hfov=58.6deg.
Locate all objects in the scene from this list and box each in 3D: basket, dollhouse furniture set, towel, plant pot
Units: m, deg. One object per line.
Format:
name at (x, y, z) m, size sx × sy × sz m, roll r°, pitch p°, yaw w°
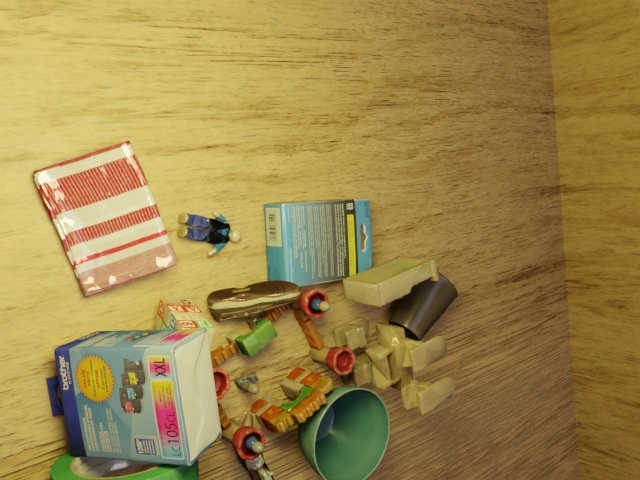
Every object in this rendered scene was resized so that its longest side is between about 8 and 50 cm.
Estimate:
basket at (0.354, 0.232, 2.014) m, size 0.204 × 0.154 × 0.226 m, roll 45°, pitch 70°, yaw -27°
dollhouse furniture set at (0.247, 0.276, 1.794) m, size 0.257 × 0.362 × 0.393 m, roll -20°, pitch 104°, yaw -34°
towel at (-0.514, -0.050, 1.381) m, size 0.237 × 0.037 × 0.328 m, roll -21°, pitch 105°, yaw -13°
plant pot at (0.041, 0.580, 1.760) m, size 0.290 × 0.195 × 0.290 m, roll -1°, pitch 92°, yaw -37°

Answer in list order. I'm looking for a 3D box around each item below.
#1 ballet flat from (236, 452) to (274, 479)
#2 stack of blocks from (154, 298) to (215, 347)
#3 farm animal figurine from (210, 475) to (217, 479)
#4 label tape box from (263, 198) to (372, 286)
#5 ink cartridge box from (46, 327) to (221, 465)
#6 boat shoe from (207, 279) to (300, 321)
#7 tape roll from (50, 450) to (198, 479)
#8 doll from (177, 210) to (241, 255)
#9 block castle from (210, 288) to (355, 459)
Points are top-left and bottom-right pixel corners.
ballet flat at (-0.183, 0.666, 1.677) m, size 0.074 × 0.074 × 0.203 m, roll -33°, pitch 110°, yaw -31°
stack of blocks at (-0.372, 0.318, 1.460) m, size 0.087 × 0.171 × 0.297 m, roll 6°, pitch 106°, yaw -36°
farm animal figurine at (-0.367, 0.743, 1.471) m, size 0.330 × 0.172 × 0.327 m, roll -58°, pitch 143°, yaw -4°
label tape box at (0.000, 0.000, 1.766) m, size 0.348 × 0.115 × 0.249 m, roll -7°, pitch 96°, yaw -40°
ink cartridge box at (-0.449, 0.356, 1.327) m, size 0.151 × 0.396 × 0.269 m, roll -19°, pitch 104°, yaw -67°
boat shoe at (-0.183, 0.177, 1.607) m, size 0.258 × 0.095 × 0.095 m, roll -6°, pitch 114°, yaw 1°
tape roll at (-0.447, 0.533, 1.321) m, size 0.321 × 0.321 × 0.077 m, roll -5°, pitch 93°, yaw -36°
doll at (-0.302, -0.022, 1.580) m, size 0.189 × 0.046 × 0.129 m, roll 11°, pitch 76°, yaw -42°
block castle at (-0.123, 0.369, 1.623) m, size 0.453 × 0.213 × 0.302 m, roll -36°, pitch 112°, yaw -31°
